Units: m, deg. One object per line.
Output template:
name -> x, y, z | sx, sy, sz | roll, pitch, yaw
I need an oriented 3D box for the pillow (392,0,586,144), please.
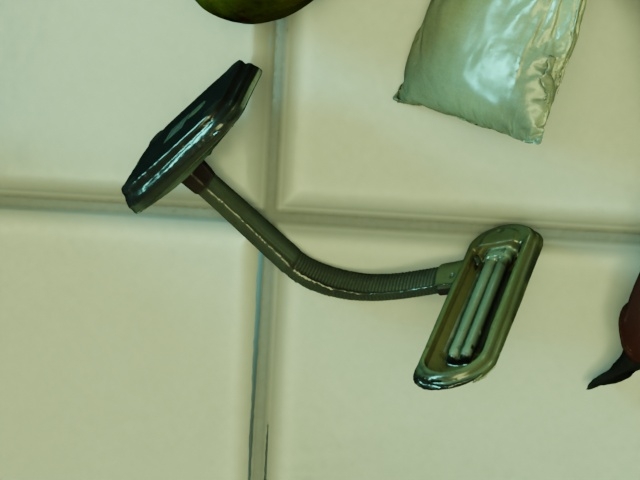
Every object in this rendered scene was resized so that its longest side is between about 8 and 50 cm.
pillow -> 0.137, -0.187, 0.973 | 0.050, 0.148, 0.230 | 17, 97, -40

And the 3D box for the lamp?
lamp -> -0.002, 0.006, 0.967 | 0.283, 0.203, 0.124 | 30, 117, -5

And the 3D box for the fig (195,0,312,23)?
fig -> -0.021, -0.237, 0.988 | 0.126, 0.133, 0.185 | 33, 59, 14

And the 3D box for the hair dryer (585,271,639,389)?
hair dryer -> 0.245, -0.045, 0.983 | 0.312, 0.123, 0.340 | 50, 129, 31
